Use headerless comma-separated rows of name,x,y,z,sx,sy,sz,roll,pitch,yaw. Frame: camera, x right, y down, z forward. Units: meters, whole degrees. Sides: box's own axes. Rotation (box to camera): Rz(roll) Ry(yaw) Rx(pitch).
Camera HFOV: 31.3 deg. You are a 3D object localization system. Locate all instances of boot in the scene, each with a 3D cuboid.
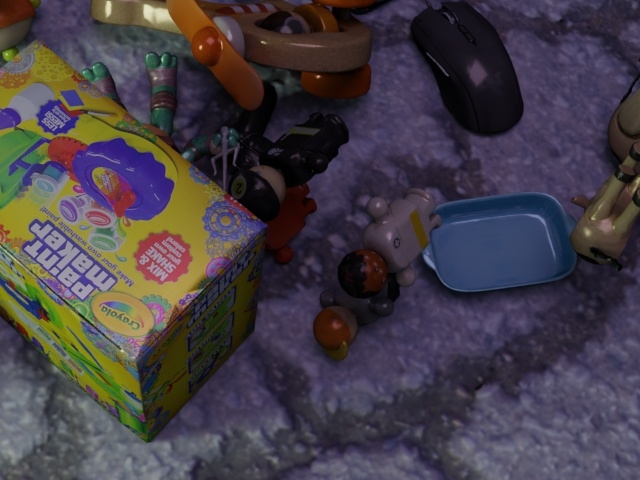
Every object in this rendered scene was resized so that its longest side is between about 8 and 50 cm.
boot,-0.064,-0.113,1.325,0.099,0.045,0.121,38,73,12

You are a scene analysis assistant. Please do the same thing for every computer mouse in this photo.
computer mouse,0.134,-0.241,1.395,0.184,0.060,0.262,-15,68,-13

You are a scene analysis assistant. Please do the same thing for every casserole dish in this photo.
casserole dish,0.203,0.006,1.305,0.188,0.037,0.114,-8,67,-9

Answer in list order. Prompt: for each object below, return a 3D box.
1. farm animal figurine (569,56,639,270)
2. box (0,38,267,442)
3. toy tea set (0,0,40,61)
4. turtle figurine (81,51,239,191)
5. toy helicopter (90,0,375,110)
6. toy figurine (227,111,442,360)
farm animal figurine,0.403,-0.056,1.284,0.330,0.172,0.327,7,46,-18
box,-0.222,0.013,1.123,0.290,0.279,0.177,39,68,11
toy tea set,-0.462,-0.216,1.272,0.336,0.200,0.124,-25,103,-1
turtle figurine,-0.192,-0.107,1.270,0.175,0.118,0.234,-2,49,-24
toy helicopter,-0.116,-0.241,1.307,0.355,0.140,0.235,14,28,19
toy figurine,0.000,0.000,1.190,0.209,0.213,0.148,41,58,7
